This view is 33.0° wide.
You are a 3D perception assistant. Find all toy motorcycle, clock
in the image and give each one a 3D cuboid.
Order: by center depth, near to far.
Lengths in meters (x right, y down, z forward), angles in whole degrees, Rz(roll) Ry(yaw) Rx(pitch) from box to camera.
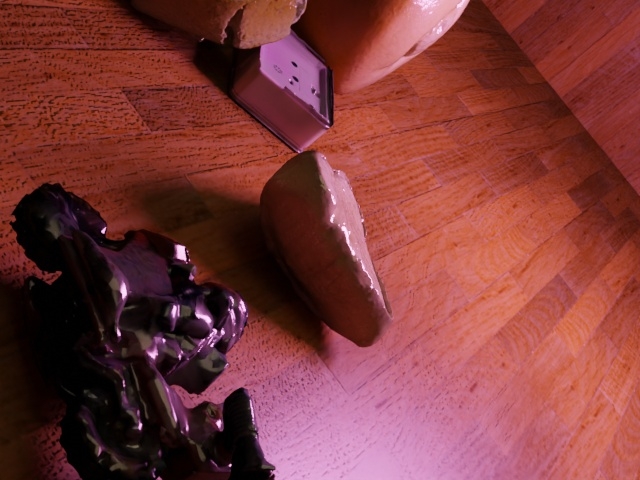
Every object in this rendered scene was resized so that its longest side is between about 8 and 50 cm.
[{"bbox_3d":[-0.120,0.127,0.846,0.207,0.134,0.401,16,39,-42],"label":"toy motorcycle"},{"bbox_3d":[-0.055,-0.232,1.547,0.147,0.071,0.192,38,27,-24],"label":"clock"}]

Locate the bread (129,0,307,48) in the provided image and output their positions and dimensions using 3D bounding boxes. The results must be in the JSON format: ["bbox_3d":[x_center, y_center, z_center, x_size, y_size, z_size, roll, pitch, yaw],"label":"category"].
[{"bbox_3d":[-0.145,-0.347,1.439,0.257,0.124,0.186,25,43,-6],"label":"bread"}]

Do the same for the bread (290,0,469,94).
[{"bbox_3d":[0.051,-0.445,1.696,0.376,0.348,0.253,58,22,15],"label":"bread"}]

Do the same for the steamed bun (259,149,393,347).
[{"bbox_3d":[-0.009,-0.011,1.255,0.231,0.110,0.212,-104,168,-50],"label":"steamed bun"}]
